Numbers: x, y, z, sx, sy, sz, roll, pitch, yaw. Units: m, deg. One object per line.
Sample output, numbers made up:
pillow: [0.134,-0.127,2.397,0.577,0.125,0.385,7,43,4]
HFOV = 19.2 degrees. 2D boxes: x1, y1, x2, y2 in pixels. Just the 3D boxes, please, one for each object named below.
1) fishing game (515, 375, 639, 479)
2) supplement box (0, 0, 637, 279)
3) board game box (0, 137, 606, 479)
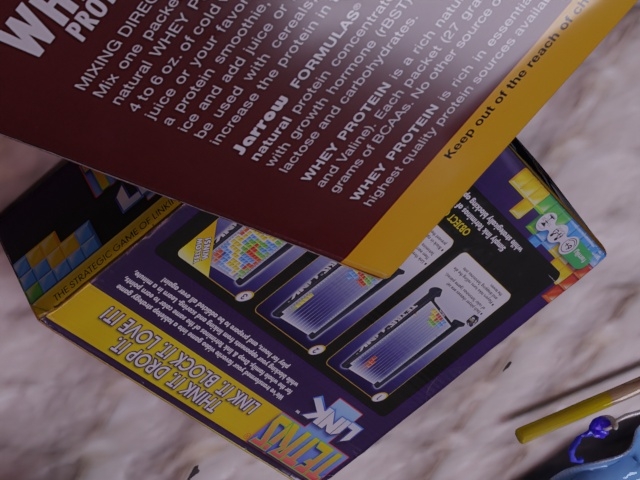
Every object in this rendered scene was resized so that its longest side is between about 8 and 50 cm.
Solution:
fishing game: [0.142,0.153,0.895,0.189,0.041,0.264,-24,132,-13]
supplement box: [-0.014,-0.121,0.423,0.194,0.129,0.191,20,118,-46]
board game box: [0.000,0.000,0.627,0.141,0.048,0.170,-38,142,9]
